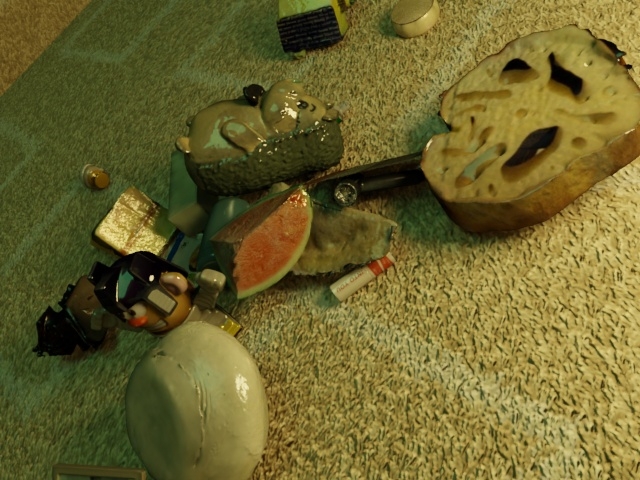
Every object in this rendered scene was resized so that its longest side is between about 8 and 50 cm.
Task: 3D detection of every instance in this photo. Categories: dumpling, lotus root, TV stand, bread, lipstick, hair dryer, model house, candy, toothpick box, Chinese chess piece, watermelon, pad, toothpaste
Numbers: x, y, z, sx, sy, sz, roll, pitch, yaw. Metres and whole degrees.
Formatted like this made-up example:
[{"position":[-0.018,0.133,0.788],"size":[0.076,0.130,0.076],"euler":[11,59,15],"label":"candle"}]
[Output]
[{"position":[0.003,-0.002,1.070],"size":[0.332,0.086,0.166],"euler":[23,92,39],"label":"dumpling"},{"position":[0.357,-0.195,0.933],"size":[0.375,0.111,0.390],"euler":[12,69,50],"label":"lotus root"},{"position":[-0.319,-0.137,1.358],"size":[0.088,0.083,0.269],"euler":[-28,44,15],"label":"TV stand"},{"position":[-0.490,-0.023,1.424],"size":[0.167,0.163,0.264],"euler":[-59,18,-15],"label":"bread"},{"position":[0.080,0.062,1.008],"size":[0.131,0.038,0.038],"euler":[-37,47,4],"label":"lipstick"},{"position":[0.130,-0.112,1.054],"size":[0.195,0.050,0.173],"euler":[-7,15,13],"label":"hair dryer"},{"position":[-0.005,-0.619,1.512],"size":[0.194,0.170,0.211],"euler":[-2,86,23],"label":"model house"},{"position":[-0.193,0.280,0.913],"size":[0.296,0.185,0.295],"euler":[-4,84,35],"label":"candy"},{"position":[-0.578,0.185,1.293],"size":[0.164,0.141,0.203],"euler":[-43,20,28],"label":"model house"},{"position":[-0.196,0.000,1.171],"size":[0.120,0.120,0.184],"euler":[-16,48,22],"label":"toothpick box"},{"position":[0.236,-0.564,1.356],"size":[0.122,0.051,0.122],"euler":[-16,53,23],"label":"Chinese chess piece"},{"position":[-0.116,-0.015,1.047],"size":[0.231,0.128,0.146],"euler":[-42,40,-6],"label":"watermelon"},{"position":[0.123,-0.194,1.146],"size":[0.250,0.055,0.323],"euler":[-10,30,34],"label":"pad"},{"position":[-0.034,-0.258,1.308],"size":[0.248,0.047,0.078],"euler":[-34,48,10],"label":"toothpaste"}]

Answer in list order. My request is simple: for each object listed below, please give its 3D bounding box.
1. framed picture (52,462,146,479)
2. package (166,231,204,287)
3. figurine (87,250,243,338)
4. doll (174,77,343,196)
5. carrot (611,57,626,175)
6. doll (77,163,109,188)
[{"position":[-0.359,0.518,0.881],"size":[0.213,0.016,0.289],"euler":[-9,80,26],"label":"framed picture"},{"position":[-0.305,0.054,1.260],"size":[0.173,0.027,0.171],"euler":[3,60,31],"label":"package"},{"position":[-0.307,0.121,1.044],"size":[0.308,0.308,0.143],"euler":[-33,42,8],"label":"figurine"},{"position":[-0.126,-0.224,1.184],"size":[0.350,0.247,0.247],"euler":[-4,54,7],"label":"doll"},{"position":[0.494,-0.228,0.943],"size":[0.070,0.070,0.260],"euler":[1,61,32],"label":"carrot"},{"position":[-0.696,-0.199,1.665],"size":[0.127,0.073,0.084],"euler":[19,37,35],"label":"doll"}]
